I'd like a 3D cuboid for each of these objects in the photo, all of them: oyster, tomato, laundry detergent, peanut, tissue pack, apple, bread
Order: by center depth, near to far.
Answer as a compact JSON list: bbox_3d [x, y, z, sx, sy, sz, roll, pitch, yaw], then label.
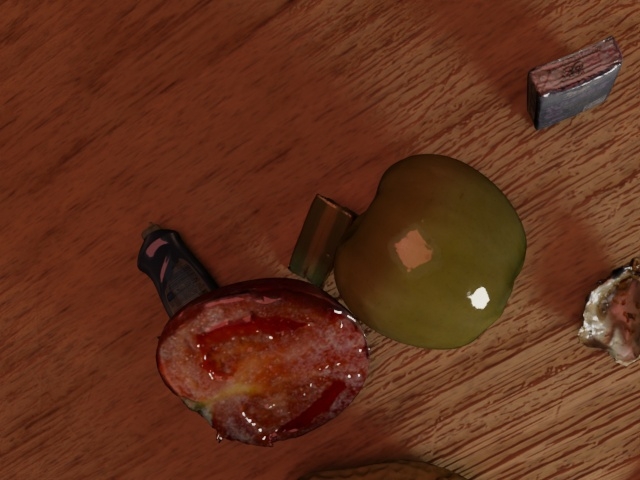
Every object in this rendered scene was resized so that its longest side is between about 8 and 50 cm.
[{"bbox_3d":[0.345,-0.211,0.873,0.112,0.156,0.051,-23,78,13],"label":"tissue pack"},{"bbox_3d":[0.149,0.018,0.873,0.262,0.262,0.262,0,88,15],"label":"apple"},{"bbox_3d":[0.427,0.095,0.895,0.103,0.051,0.148,26,110,11],"label":"oyster"},{"bbox_3d":[0.083,0.405,0.931,0.313,0.152,0.152,-15,85,9],"label":"peanut"},{"bbox_3d":[-0.087,0.151,0.971,0.309,0.170,0.308,-5,118,-10],"label":"tomato"},{"bbox_3d":[-0.003,0.004,0.995,0.074,0.084,0.139,33,97,12],"label":"bread"},{"bbox_3d":[-0.242,0.057,1.068,0.097,0.061,0.206,-37,79,11],"label":"laundry detergent"}]
